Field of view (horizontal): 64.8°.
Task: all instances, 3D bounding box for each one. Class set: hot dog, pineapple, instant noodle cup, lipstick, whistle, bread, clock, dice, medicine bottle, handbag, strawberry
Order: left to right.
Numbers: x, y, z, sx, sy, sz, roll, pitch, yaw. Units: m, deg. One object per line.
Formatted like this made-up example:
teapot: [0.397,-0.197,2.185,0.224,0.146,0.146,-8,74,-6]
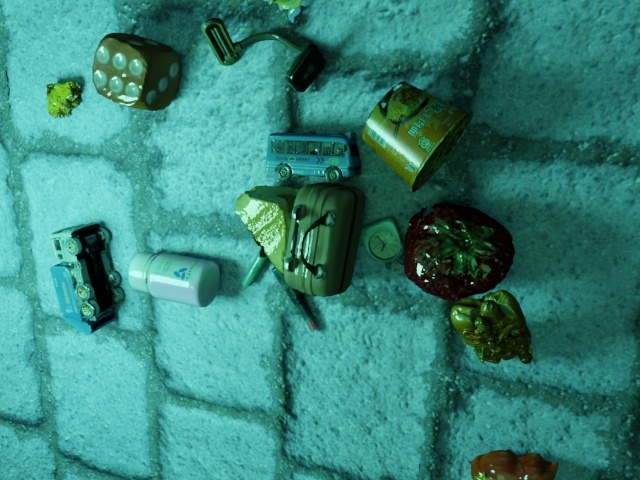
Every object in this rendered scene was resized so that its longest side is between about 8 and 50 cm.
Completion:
pineapple: [-0.801,-0.453,1.574,0.116,0.069,0.137,46,105,7]
dice: [-0.511,-0.473,1.408,0.175,0.179,0.173,27,112,11]
medicine bottle: [-0.456,0.116,1.577,0.255,0.152,0.151,11,109,15]
whistle: [-0.186,0.064,1.536,0.039,0.039,0.186,35,113,5]
bread: [-0.141,-0.046,1.411,0.211,0.183,0.224,16,107,15]
lipstick: [-0.073,0.177,1.528,0.053,0.053,0.234,-23,100,22]
handbag: [0.000,0.000,1.307,0.149,0.283,0.301,15,99,23]
clock: [0.181,0.014,1.399,0.108,0.045,0.147,-21,99,23]
instant noodle cup: [0.224,-0.260,1.220,0.182,0.230,0.230,39,114,14]
strawberry: [0.335,0.038,1.276,0.274,0.220,0.274,-5,61,8]
hot dog: [0.435,0.234,1.250,0.158,0.117,0.349,-20,143,18]

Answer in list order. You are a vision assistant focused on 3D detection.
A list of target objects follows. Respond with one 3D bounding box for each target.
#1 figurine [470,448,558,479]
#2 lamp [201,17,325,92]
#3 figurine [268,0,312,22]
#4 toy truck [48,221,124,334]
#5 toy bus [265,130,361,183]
figurine: [0.571,0.696,1.417,0.257,0.181,0.208,51,153,0]
lamp: [-0.145,-0.493,1.279,0.283,0.203,0.124,24,92,14]
figurine: [-0.096,-0.633,1.236,0.128,0.183,0.208,-33,136,24]
toy truck: [-0.789,0.126,1.691,0.175,0.146,0.367,1,106,22]
toy bus: [-0.017,-0.226,1.355,0.247,0.113,0.134,6,101,18]
